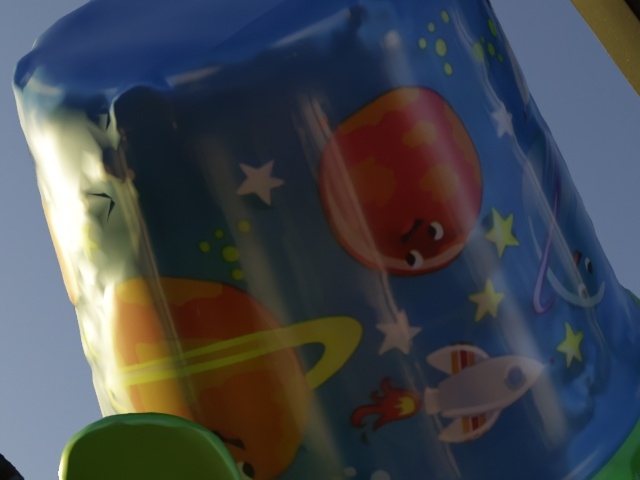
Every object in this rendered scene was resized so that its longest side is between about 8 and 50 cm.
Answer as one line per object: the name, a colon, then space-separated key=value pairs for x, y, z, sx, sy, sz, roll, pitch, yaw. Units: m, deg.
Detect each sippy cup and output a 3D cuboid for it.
sippy cup: x=0.000 y=0.000 z=0.589 sx=0.240 sy=0.305 sz=0.224 roll=-24 pitch=-64 yaw=-8

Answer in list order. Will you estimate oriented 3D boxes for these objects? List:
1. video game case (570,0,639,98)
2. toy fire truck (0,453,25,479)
video game case: x=0.214 y=-0.138 z=0.659 sx=0.275 sy=0.248 sz=0.035 roll=54 pitch=-26 yaw=-2
toy fire truck: x=-0.318 y=0.102 z=0.852 sx=0.246 sy=0.158 sz=0.217 roll=17 pitch=-45 yaw=32
